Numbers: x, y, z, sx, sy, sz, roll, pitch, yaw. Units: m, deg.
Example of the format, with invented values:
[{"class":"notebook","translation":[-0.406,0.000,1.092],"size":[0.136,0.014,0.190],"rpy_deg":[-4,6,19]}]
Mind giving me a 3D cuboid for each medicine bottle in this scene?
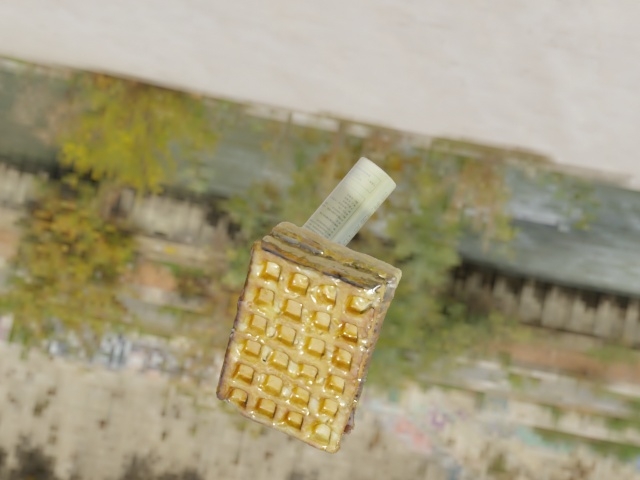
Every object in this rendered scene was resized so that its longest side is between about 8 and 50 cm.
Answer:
[{"class":"medicine bottle","translation":[0.000,0.000,1.933],"size":[0.059,0.231,0.059],"rpy_deg":[40,176,3]}]

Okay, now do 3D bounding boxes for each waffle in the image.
[{"class":"waffle","translation":[-0.010,0.069,1.079],"size":[0.102,0.148,0.042],"rpy_deg":[21,-149,10]}]
